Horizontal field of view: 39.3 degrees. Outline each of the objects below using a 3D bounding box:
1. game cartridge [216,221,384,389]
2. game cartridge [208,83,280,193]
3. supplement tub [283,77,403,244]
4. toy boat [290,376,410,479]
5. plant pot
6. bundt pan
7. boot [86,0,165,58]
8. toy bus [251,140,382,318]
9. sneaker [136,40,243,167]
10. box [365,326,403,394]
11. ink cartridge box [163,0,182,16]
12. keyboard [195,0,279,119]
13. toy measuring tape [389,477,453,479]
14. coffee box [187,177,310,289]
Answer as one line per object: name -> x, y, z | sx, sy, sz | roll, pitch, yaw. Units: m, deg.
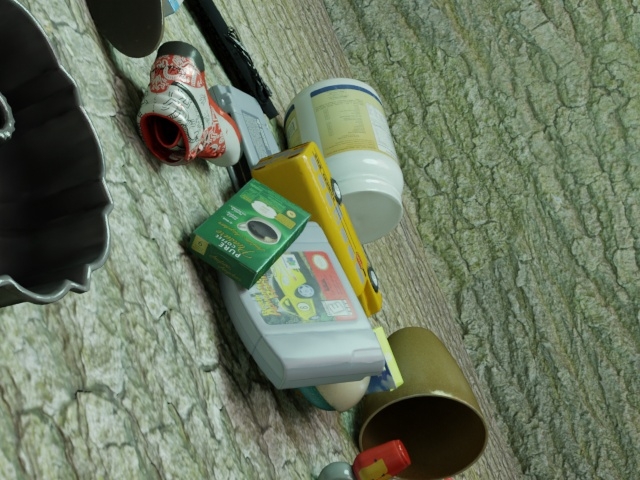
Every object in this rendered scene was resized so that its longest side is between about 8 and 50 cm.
game cartridge -> -0.045, 0.083, 1.323 | 0.196, 0.060, 0.294 | -4, 48, -29
game cartridge -> -0.113, -0.130, 1.645 | 0.198, 0.062, 0.297 | 16, 53, -77
supplement tub -> 0.051, -0.168, 1.932 | 0.228, 0.228, 0.316 | 49, 24, -52
toy boat -> 0.013, 0.250, 1.422 | 0.318, 0.148, 0.267 | 65, 8, 18
plant pot -> 0.187, 0.292, 1.739 | 0.237, 0.237, 0.254 | 59, 17, -32
bundt pan -> -0.312, -0.083, 0.725 | 0.331, 0.124, 0.331 | 58, 18, -31
boot -> -0.290, -0.397, 1.312 | 0.115, 0.112, 0.305 | 48, 20, -79
toy bus -> 0.000, 0.000, 1.552 | 0.130, 0.108, 0.333 | -69, 138, -67
sneaker -> -0.196, -0.154, 1.340 | 0.270, 0.090, 0.145 | 70, 27, -56
box -> 0.072, 0.217, 1.583 | 0.042, 0.178, 0.109 | -21, 89, -39
ink cartridge box -> -0.274, -0.437, 1.488 | 0.181, 0.061, 0.104 | -84, 149, -60
keyboard -> -0.169, -0.366, 1.741 | 0.317, 0.033, 0.201 | 58, -6, -31
toy measuring tape -> 0.230, 0.516, 1.821 | 0.330, 0.121, 0.121 | 52, 21, -46
coffee box -> -0.102, -0.013, 1.321 | 0.113, 0.040, 0.184 | 32, 38, 5
